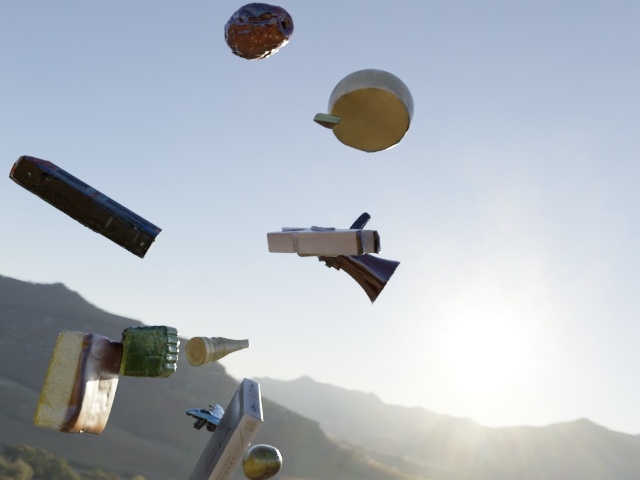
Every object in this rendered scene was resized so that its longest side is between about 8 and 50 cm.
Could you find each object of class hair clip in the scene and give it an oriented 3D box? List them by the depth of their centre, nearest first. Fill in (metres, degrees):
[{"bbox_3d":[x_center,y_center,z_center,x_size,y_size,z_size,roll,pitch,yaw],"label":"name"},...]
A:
[{"bbox_3d":[0.000,0.004,1.674,0.331,0.085,0.101,-1,13,36],"label":"hair clip"}]

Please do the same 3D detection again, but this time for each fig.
[{"bbox_3d":[-0.205,0.769,2.096,0.153,0.120,0.136,-22,-34,37],"label":"fig"}]

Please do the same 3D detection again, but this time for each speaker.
[{"bbox_3d":[0.148,0.038,2.268,0.330,0.259,0.198,40,3,5],"label":"speaker"}]

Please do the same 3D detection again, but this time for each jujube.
[{"bbox_3d":[-0.227,-0.755,2.194,0.291,0.197,0.197,4,-18,42],"label":"jujube"}]

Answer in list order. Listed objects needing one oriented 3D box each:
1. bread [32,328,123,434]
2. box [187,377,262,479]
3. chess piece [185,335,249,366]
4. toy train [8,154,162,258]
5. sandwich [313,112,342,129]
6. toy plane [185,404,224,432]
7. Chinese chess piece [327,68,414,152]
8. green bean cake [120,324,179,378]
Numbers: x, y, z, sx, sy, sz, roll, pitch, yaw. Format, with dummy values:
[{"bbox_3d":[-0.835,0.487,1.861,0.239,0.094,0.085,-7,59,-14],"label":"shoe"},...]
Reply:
[{"bbox_3d":[-0.811,0.489,2.068,0.143,0.332,0.323,8,-15,5],"label":"bread"},{"bbox_3d":[-0.246,0.526,1.444,0.051,0.365,0.204,27,5,-11],"label":"box"},{"bbox_3d":[-0.311,0.333,1.865,0.090,0.089,0.200,3,-2,36],"label":"chess piece"},{"bbox_3d":[-0.626,-0.096,1.635,0.410,0.086,0.089,32,19,-7],"label":"toy train"},{"bbox_3d":[0.024,-0.324,1.659,0.083,0.030,0.044,19,-13,26],"label":"sandwich"},{"bbox_3d":[-0.297,0.514,1.703,0.246,0.078,0.169,29,12,-46],"label":"toy plane"},{"bbox_3d":[0.144,-0.370,1.744,0.250,0.103,0.249,4,-40,3],"label":"Chinese chess piece"},{"bbox_3d":[-0.651,0.421,2.302,0.215,0.200,0.113,-2,-17,19],"label":"green bean cake"}]
